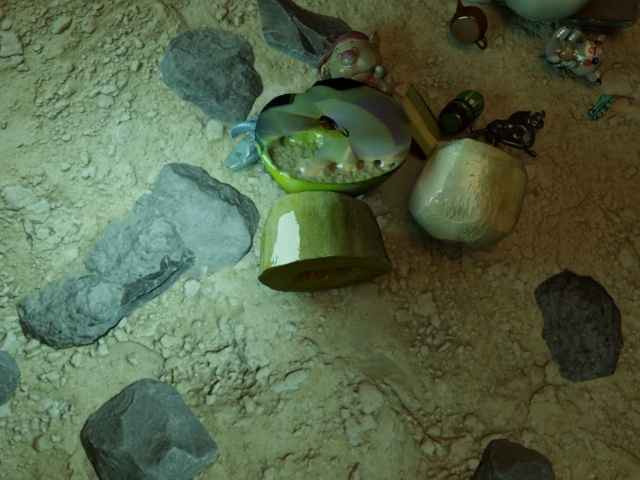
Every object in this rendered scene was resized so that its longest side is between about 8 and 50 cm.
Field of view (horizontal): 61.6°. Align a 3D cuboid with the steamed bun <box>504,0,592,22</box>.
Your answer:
[{"bbox_3d":[0.680,-0.814,1.567,0.324,0.206,0.325,-1,72,4],"label":"steamed bun"}]

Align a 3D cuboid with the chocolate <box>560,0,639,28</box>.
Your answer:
[{"bbox_3d":[0.847,-0.725,1.676,0.261,0.083,0.161,12,75,9],"label":"chocolate"}]

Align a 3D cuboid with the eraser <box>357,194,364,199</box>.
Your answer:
[{"bbox_3d":[0.127,-0.164,1.537,0.027,0.019,0.099,26,76,-11],"label":"eraser"}]

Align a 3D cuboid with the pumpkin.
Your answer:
[{"bbox_3d":[0.000,0.000,1.337,0.332,0.332,0.199,-6,75,-4],"label":"pumpkin"}]

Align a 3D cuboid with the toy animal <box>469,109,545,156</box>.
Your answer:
[{"bbox_3d":[0.556,-0.310,1.574,0.232,0.084,0.148,-13,65,-4],"label":"toy animal"}]

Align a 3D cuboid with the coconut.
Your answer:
[{"bbox_3d":[0.376,-0.110,1.402,0.297,0.297,0.255,24,91,3],"label":"coconut"}]

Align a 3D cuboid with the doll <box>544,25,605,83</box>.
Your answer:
[{"bbox_3d":[0.775,-0.562,1.628,0.191,0.095,0.149,13,82,-2],"label":"doll"}]

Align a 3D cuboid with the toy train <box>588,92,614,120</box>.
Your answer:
[{"bbox_3d":[0.851,-0.405,1.628,0.092,0.029,0.045,-43,75,-10],"label":"toy train"}]

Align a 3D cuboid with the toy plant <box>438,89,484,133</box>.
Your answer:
[{"bbox_3d":[0.416,-0.378,1.558,0.093,0.093,0.162,43,59,7],"label":"toy plant"}]

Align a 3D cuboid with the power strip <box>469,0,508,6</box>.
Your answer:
[{"bbox_3d":[0.512,-0.806,1.698,0.366,0.043,0.106,7,76,-1],"label":"power strip"}]

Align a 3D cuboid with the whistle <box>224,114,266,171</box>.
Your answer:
[{"bbox_3d":[-0.160,-0.293,1.517,0.269,0.093,0.180,-42,62,-11],"label":"whistle"}]

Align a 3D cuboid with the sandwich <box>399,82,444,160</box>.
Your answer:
[{"bbox_3d":[0.282,-0.327,1.504,0.144,0.187,0.117,24,77,9],"label":"sandwich"}]

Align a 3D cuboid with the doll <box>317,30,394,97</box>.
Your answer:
[{"bbox_3d":[0.104,-0.478,1.543,0.196,0.152,0.256,-17,77,-9],"label":"doll"}]

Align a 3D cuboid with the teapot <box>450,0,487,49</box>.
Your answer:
[{"bbox_3d":[0.460,-0.659,1.636,0.116,0.116,0.173,-46,110,-12],"label":"teapot"}]

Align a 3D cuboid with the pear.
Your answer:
[{"bbox_3d":[0.029,-0.232,1.397,0.398,0.165,0.399,2,54,-2],"label":"pear"}]
